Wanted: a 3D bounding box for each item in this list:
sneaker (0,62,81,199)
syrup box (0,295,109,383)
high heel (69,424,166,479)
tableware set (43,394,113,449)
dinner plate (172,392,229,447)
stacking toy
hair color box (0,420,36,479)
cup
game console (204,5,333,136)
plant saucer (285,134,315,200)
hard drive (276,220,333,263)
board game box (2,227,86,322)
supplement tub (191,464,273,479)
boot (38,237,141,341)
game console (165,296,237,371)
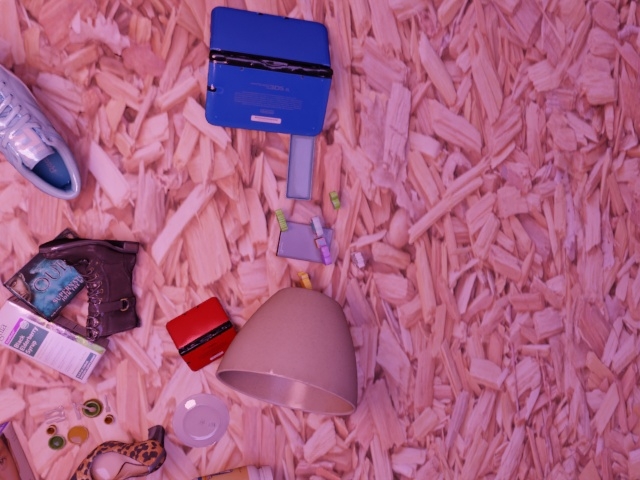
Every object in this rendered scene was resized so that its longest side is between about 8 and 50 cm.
[{"bbox_3d":[-0.600,-0.225,1.105,0.135,0.150,0.365,-46,140,-14],"label":"sneaker"},{"bbox_3d":[-0.614,0.222,1.247,0.237,0.096,0.093,32,85,-15],"label":"syrup box"},{"bbox_3d":[-0.476,0.529,1.255,0.261,0.186,0.093,-30,100,-11],"label":"high heel"},{"bbox_3d":[-0.575,0.438,1.308,0.154,0.024,0.103,-13,97,-14],"label":"tableware set"},{"bbox_3d":[-0.301,0.456,1.384,0.141,0.017,0.141,-1,95,-15],"label":"dinner plate"},{"bbox_3d":[0.000,0.000,1.388,0.167,0.052,0.221,-21,98,-12],"label":"stacking toy"},{"bbox_3d":[-0.693,0.598,1.206,0.110,0.185,0.338,-21,99,-12],"label":"hair color box"},{"bbox_3d":[-0.055,0.252,1.307,0.331,0.331,0.236,22,61,-15],"label":"cup"},{"bbox_3d":[-0.130,-0.414,1.356,0.294,0.173,0.250,4,120,-14],"label":"game console"},{"bbox_3d":[-0.052,-0.200,1.404,0.067,0.018,0.191,4,93,-15],"label":"plant saucer"},{"bbox_3d":[-0.041,0.005,1.417,0.135,0.022,0.094,9,91,-14],"label":"hard drive"},{"bbox_3d":[-0.589,0.074,1.233,0.126,0.026,0.186,44,51,-13],"label":"board game box"},{"bbox_3d":[-0.213,0.639,1.351,0.200,0.144,0.144,-8,96,-14],"label":"supplement tub"},{"bbox_3d":[-0.497,0.111,1.218,0.263,0.091,0.228,5,88,-58],"label":"boot"},{"bbox_3d":[-0.290,0.235,1.373,0.144,0.085,0.124,-30,131,-10],"label":"game console"}]
